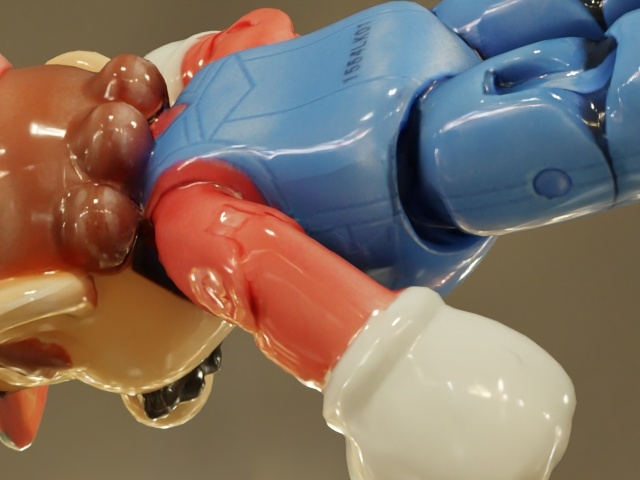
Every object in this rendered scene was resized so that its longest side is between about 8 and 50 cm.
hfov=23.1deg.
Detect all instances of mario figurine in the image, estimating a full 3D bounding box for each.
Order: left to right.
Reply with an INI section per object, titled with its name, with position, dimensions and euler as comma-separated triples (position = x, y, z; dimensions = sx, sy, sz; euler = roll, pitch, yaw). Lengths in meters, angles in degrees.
[mario figurine]
position = 0.000, 0.000, 0.475
dimensions = 0.320, 0.170, 0.198
euler = -13, -1, 17
